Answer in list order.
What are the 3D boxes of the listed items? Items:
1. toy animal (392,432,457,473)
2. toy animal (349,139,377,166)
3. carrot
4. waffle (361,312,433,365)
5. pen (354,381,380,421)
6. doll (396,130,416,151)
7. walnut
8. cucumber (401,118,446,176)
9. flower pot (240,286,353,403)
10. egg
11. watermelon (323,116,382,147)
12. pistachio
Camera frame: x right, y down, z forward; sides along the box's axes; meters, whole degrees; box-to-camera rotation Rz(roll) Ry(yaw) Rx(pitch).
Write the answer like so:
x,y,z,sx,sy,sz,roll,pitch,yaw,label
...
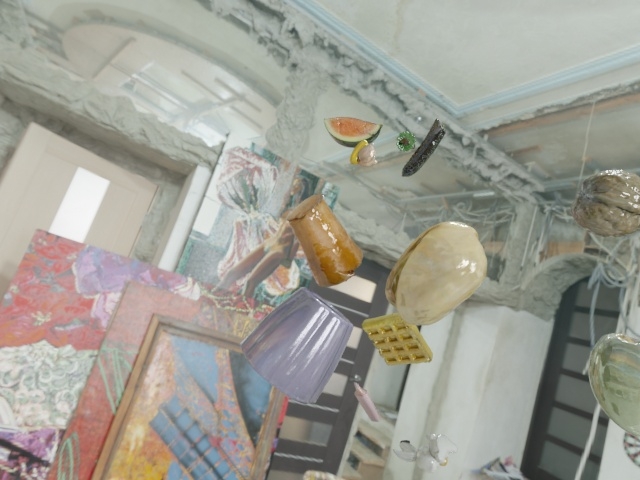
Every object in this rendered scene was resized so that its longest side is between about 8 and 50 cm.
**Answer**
x,y,z,sx,sy,sz,roll,pitch,yaw,label
0.337,0.672,1.283,0.131,0.181,0.127,-5,52,-45,toy animal
0.165,-0.300,1.415,0.082,0.091,0.114,27,-18,-34,toy animal
0.000,0.000,1.303,0.196,0.196,0.254,5,-44,54,carrot
0.322,0.416,1.698,0.221,0.055,0.247,-20,-70,38,waffle
0.173,0.619,1.554,0.053,0.032,0.197,-12,-66,39,pen
0.342,-0.397,1.588,0.078,0.076,0.113,28,29,9,doll
1.067,-0.134,1.480,0.248,0.248,0.248,18,-10,3,walnut
0.394,-0.339,1.533,0.067,0.245,0.067,29,16,-9,cucumber
-0.045,0.279,1.133,0.265,0.243,0.265,40,-4,3,flower pot
0.718,0.330,0.921,0.183,0.217,0.183,6,-2,0,egg
0.127,-0.442,1.643,0.245,0.119,0.063,10,-2,15,watermelon
0.327,0.092,1.146,0.238,0.321,0.229,28,15,-21,pistachio
